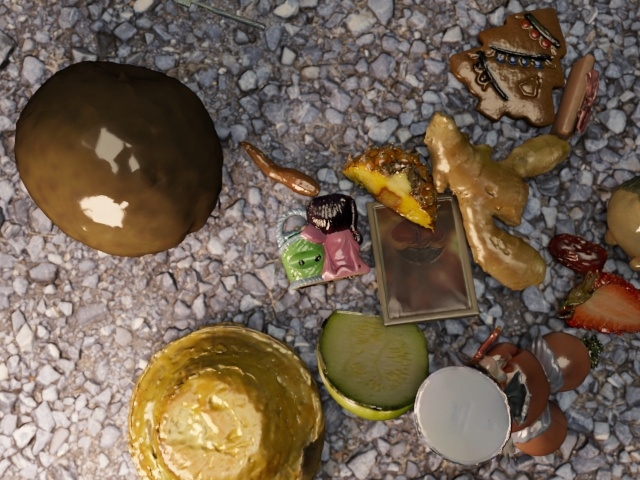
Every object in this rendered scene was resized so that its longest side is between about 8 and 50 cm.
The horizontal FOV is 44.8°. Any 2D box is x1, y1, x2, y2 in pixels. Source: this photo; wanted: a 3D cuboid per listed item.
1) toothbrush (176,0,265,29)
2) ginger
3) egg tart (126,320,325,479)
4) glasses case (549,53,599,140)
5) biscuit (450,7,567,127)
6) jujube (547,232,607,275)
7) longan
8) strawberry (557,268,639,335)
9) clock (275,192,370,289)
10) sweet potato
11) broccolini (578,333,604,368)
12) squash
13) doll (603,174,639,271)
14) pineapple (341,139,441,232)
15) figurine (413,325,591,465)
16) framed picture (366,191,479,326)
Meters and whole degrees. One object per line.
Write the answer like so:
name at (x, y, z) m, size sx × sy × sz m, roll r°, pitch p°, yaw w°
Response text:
toothbrush at (-0.233, -0.530, 1.815) m, size 0.219 × 0.016 × 0.019 m, roll 18°, pitch 86°, yaw 2°
ginger at (0.360, -0.094, 1.705) m, size 0.348 × 0.122 × 0.363 m, roll 15°, pitch 91°, yaw -12°
egg tart at (-0.205, 0.390, 1.648) m, size 0.443 × 0.178 × 0.443 m, roll 0°, pitch 83°, yaw 2°
glasses case at (0.592, -0.318, 1.748) m, size 0.070 × 0.102 × 0.193 m, roll 20°, pitch 85°, yaw -4°
biscuit at (0.452, -0.413, 1.786) m, size 0.278 × 0.043 × 0.301 m, roll 28°, pitch 85°, yaw 3°
jujube at (0.570, 0.030, 1.729) m, size 0.129 × 0.077 × 0.077 m, roll 23°, pitch 85°, yaw 8°
longan at (-0.409, -0.180, 1.596) m, size 0.436 × 0.404 × 0.404 m, roll 44°, pitch 86°, yaw 6°
strawberry at (0.630, 0.142, 1.717) m, size 0.208 × 0.087 × 0.167 m, roll 29°, pitch 121°, yaw -22°
clock at (0.000, 0.000, 1.724) m, size 0.194 × 0.100 × 0.195 m, roll -11°, pitch 83°, yaw 1°
sweet potato at (-0.093, -0.159, 1.765) m, size 0.214 × 0.050 × 0.050 m, roll 31°, pitch 86°, yaw 7°
broccolini at (0.523, 0.256, 1.715) m, size 0.201 × 0.058 × 0.074 m, roll -7°, pitch 78°, yaw -1°
squash at (0.103, 0.253, 1.592) m, size 0.234 × 0.309 × 0.210 m, roll 10°, pitch 84°, yaw 2°
doll at (0.799, -0.054, 1.669) m, size 0.350 × 0.247 × 0.247 m, roll -21°, pitch 85°, yaw -4°
pineapple at (0.183, -0.160, 1.706) m, size 0.250 × 0.164 × 0.140 m, roll 32°, pitch 67°, yaw 16°
figurine at (0.376, 0.310, 1.562) m, size 0.248 × 0.388 × 0.276 m, roll 24°, pitch 102°, yaw 25°
framed picture at (0.223, 0.039, 1.727) m, size 0.211 × 0.020 × 0.289 m, roll -7°, pitch 72°, yaw 1°
